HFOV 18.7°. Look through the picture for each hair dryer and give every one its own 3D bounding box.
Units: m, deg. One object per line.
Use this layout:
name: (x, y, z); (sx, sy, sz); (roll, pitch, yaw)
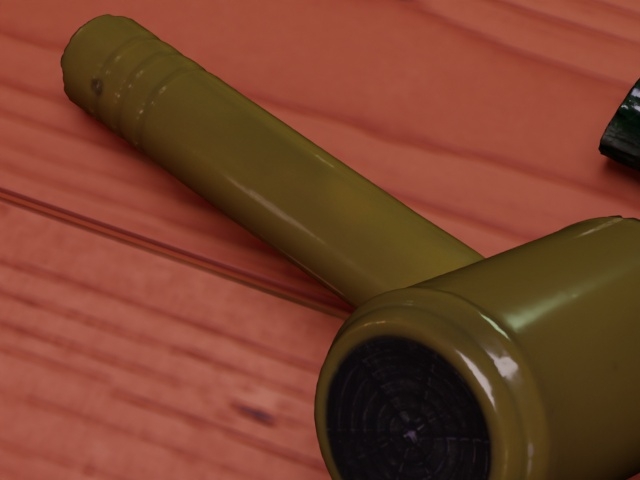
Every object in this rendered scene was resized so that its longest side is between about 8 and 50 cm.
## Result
hair dryer: (0.000, 0.000, 0.690); (0.278, 0.090, 0.135); (35, 33, 29)

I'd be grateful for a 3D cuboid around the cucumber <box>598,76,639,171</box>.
cucumber: (0.162, -0.032, 0.739); (0.105, 0.048, 0.048); (25, 68, 7)
